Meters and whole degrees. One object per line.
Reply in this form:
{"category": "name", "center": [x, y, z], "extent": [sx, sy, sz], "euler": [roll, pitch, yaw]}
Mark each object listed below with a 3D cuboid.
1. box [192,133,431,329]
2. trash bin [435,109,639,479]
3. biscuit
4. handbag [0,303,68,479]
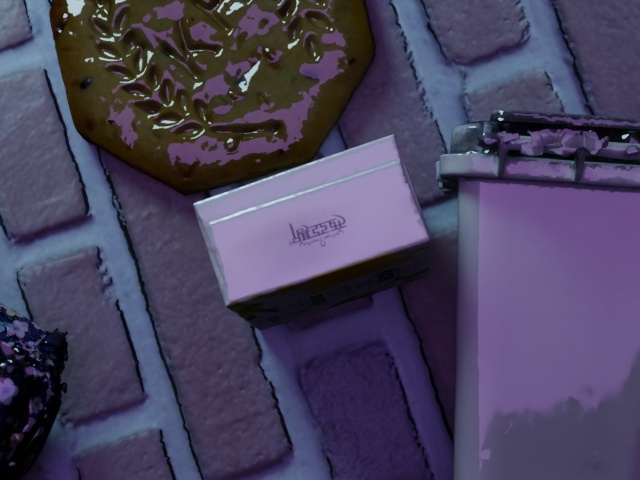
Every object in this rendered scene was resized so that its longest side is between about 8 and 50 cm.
{"category": "box", "center": [0.000, 0.000, 1.390], "extent": [0.194, 0.260, 0.111], "euler": [-19, 79, 2]}
{"category": "trash bin", "center": [0.224, 0.070, 1.357], "extent": [0.256, 0.296, 0.367], "euler": [5, 87, 5]}
{"category": "biscuit", "center": [-0.118, -0.224, 1.548], "extent": [0.359, 0.046, 0.359], "euler": [-1, 80, 6]}
{"category": "handbag", "center": [-0.366, 0.159, 1.459], "extent": [0.208, 0.127, 0.228], "euler": [34, 105, 9]}
